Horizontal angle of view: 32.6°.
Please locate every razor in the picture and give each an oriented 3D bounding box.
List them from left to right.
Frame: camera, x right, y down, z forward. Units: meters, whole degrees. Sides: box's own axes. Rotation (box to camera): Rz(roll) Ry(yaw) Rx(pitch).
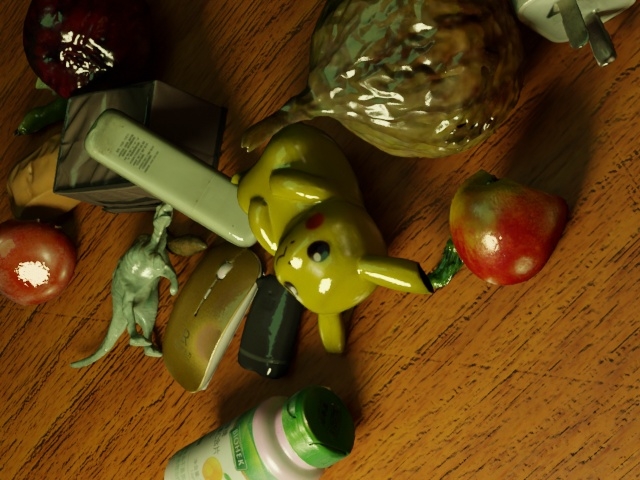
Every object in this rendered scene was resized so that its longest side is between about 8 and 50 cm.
[{"bbox_3d":[-0.070,0.124,1.606,0.090,0.054,0.148,15,90,39],"label":"razor"}]

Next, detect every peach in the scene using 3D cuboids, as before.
[{"bbox_3d":[0.221,-0.012,1.335,0.151,0.151,0.118,-4,64,41],"label":"peach"}]

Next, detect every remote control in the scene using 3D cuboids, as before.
[{"bbox_3d":[-0.217,-0.097,1.674,0.310,0.038,0.090,30,83,-1],"label":"remote control"}]

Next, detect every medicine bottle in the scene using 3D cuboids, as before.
[{"bbox_3d":[-0.083,0.300,1.519,0.274,0.133,0.133,-33,59,30],"label":"medicine bottle"}]

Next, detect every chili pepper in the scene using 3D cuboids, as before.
[{"bbox_3d":[0.170,0.025,1.438,0.091,0.034,0.030,-63,15,12],"label":"chili pepper"}]

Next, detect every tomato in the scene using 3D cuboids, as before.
[{"bbox_3d":[-0.524,0.039,1.968,0.167,0.167,0.167,-12,71,39],"label":"tomato"}]

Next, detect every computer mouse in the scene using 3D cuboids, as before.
[{"bbox_3d":[-0.173,0.117,1.702,0.126,0.056,0.245,38,103,40],"label":"computer mouse"}]

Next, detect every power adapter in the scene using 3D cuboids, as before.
[{"bbox_3d":[0.305,-0.308,1.331,0.125,0.130,0.204,-28,62,33],"label":"power adapter"}]

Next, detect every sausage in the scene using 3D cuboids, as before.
[{"bbox_3d":[-0.482,-0.119,1.993,0.241,0.120,0.136,-23,61,39],"label":"sausage"}]

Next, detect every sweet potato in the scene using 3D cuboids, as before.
[{"bbox_3d":[-0.227,0.004,1.792,0.153,0.038,0.041,16,68,51],"label":"sweet potato"}]

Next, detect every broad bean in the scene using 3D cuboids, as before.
[{"bbox_3d":[-0.501,-0.251,2.094,0.256,0.053,0.052,-17,106,39],"label":"broad bean"}]

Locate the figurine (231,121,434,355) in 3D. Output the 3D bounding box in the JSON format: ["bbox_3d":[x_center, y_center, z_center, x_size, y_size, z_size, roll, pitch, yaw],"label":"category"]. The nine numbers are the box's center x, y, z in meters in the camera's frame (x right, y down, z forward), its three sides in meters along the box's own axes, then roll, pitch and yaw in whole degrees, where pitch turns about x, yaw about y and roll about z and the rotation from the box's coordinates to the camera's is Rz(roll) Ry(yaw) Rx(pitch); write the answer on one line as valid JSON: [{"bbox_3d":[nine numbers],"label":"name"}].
[{"bbox_3d":[-0.003,-0.006,1.508,0.218,0.169,0.326,-53,46,39],"label":"figurine"}]

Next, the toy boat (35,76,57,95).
[{"bbox_3d":[-0.467,-0.419,2.081,0.055,0.093,0.293,15,89,25],"label":"toy boat"}]

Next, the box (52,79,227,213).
[{"bbox_3d":[-0.307,-0.149,1.825,0.252,0.153,0.188,2,79,43],"label":"box"}]

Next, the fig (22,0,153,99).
[{"bbox_3d":[-0.406,-0.367,1.929,0.224,0.224,0.263,-18,58,38],"label":"fig"}]

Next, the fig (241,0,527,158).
[{"bbox_3d":[0.065,-0.196,1.359,0.369,0.286,0.286,-36,45,-20],"label":"fig"}]

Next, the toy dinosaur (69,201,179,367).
[{"bbox_3d":[-0.308,0.111,1.802,0.393,0.092,0.205,-49,47,44],"label":"toy dinosaur"}]
